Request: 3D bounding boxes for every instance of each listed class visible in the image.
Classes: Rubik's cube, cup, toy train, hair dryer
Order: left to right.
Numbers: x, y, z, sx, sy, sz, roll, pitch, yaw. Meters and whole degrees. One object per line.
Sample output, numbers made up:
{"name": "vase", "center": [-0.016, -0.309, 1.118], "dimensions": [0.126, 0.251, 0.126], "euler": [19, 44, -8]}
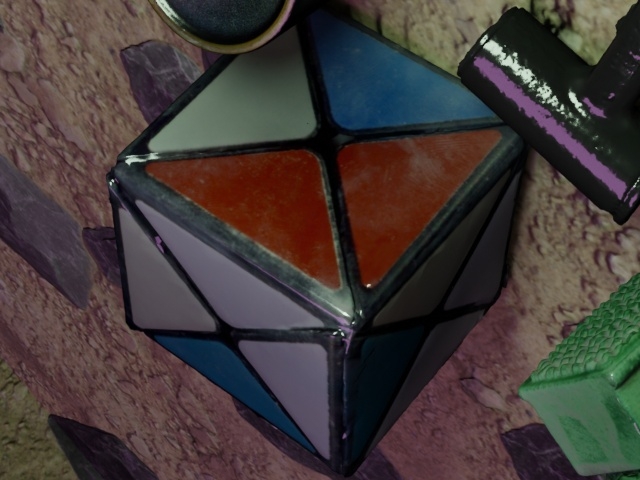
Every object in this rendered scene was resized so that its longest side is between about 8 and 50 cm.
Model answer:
{"name": "cup", "center": [-0.012, -0.250, 1.281], "dimensions": [0.239, 0.177, 0.166], "euler": [20, 122, 25]}
{"name": "Rubik's cube", "center": [0.000, 0.000, 1.490], "dimensions": [0.305, 0.307, 0.310], "euler": [31, 151, 17]}
{"name": "hair dryer", "center": [0.243, -0.150, 1.244], "dimensions": [0.197, 0.089, 0.251], "euler": [43, 142, 6]}
{"name": "toy train", "center": [0.322, 0.132, 1.313], "dimensions": [0.202, 0.266, 0.145], "euler": [57, 149, -7]}
